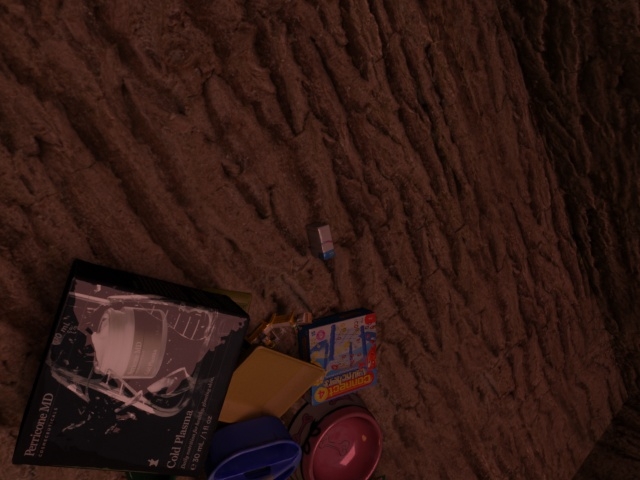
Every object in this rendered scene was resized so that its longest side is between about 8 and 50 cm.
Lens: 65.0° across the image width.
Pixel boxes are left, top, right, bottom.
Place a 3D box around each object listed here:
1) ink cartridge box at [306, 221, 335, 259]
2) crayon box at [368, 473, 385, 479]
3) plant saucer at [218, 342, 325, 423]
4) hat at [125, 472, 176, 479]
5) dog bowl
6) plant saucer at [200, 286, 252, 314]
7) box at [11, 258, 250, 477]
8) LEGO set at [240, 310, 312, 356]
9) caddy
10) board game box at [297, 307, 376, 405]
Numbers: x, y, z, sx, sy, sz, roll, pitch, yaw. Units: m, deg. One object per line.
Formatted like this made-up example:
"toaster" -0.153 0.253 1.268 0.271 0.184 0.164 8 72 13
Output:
"ink cartridge box" 0.000 0.000 1.815 0.052 0.089 0.122 -22 109 -27
"crayon box" 0.153 1.088 2.016 0.319 0.081 0.202 -3 104 -35
"plant saucer" -0.205 0.483 1.698 0.332 0.081 0.333 -46 132 12
"hat" -0.502 0.707 1.653 0.209 0.183 0.172 -7 91 12
"dog bowl" 0.066 0.801 1.951 0.408 0.150 0.407 -6 101 -31
"plant saucer" -0.323 0.262 1.682 0.188 0.045 0.188 12 91 -33
"box" -0.516 0.353 1.407 0.472 0.297 0.479 18 89 -25
"LEGO set" -0.145 0.335 1.754 0.287 0.132 0.107 -33 121 1
"caddy" -0.231 0.750 1.699 0.342 0.179 0.241 -4 122 -29
"board game box" 0.070 0.439 1.932 0.308 0.086 0.301 -9 102 -31
